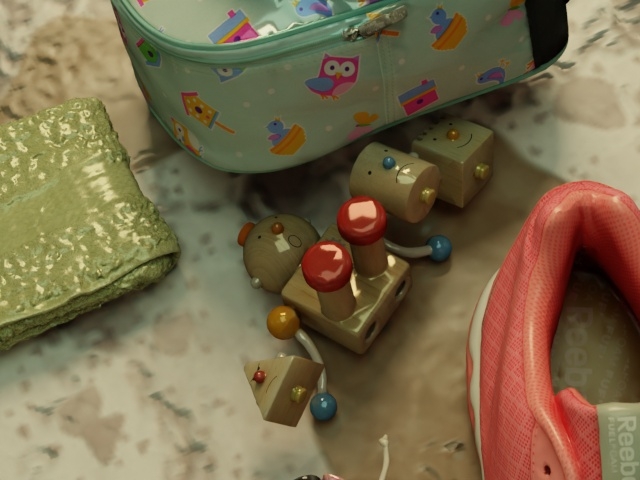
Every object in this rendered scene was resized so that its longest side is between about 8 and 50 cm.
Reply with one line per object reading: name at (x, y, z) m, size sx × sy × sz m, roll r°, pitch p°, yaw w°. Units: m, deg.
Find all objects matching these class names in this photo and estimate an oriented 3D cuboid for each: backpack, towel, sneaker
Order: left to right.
towel at (-0.147, 0.000, 0.863) m, size 0.148 × 0.027 × 0.110 m, roll -25°, pitch 63°, yaw -9°
backpack at (-0.003, -0.125, 0.850) m, size 0.188 × 0.144 × 0.166 m, roll -29°, pitch 49°, yaw -5°
sneaker at (0.103, 0.120, 0.724) m, size 0.116 × 0.136 × 0.314 m, roll -5°, pitch 63°, yaw 1°

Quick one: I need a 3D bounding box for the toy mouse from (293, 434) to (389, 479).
toy mouse at (-0.015, 0.152, 0.773) m, size 0.143 × 0.031 × 0.161 m, roll 5°, pitch 62°, yaw 5°

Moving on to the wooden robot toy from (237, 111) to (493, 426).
wooden robot toy at (0.000, 0.000, 0.834) m, size 0.079 × 0.076 × 0.173 m, roll 25°, pitch 66°, yaw 27°
